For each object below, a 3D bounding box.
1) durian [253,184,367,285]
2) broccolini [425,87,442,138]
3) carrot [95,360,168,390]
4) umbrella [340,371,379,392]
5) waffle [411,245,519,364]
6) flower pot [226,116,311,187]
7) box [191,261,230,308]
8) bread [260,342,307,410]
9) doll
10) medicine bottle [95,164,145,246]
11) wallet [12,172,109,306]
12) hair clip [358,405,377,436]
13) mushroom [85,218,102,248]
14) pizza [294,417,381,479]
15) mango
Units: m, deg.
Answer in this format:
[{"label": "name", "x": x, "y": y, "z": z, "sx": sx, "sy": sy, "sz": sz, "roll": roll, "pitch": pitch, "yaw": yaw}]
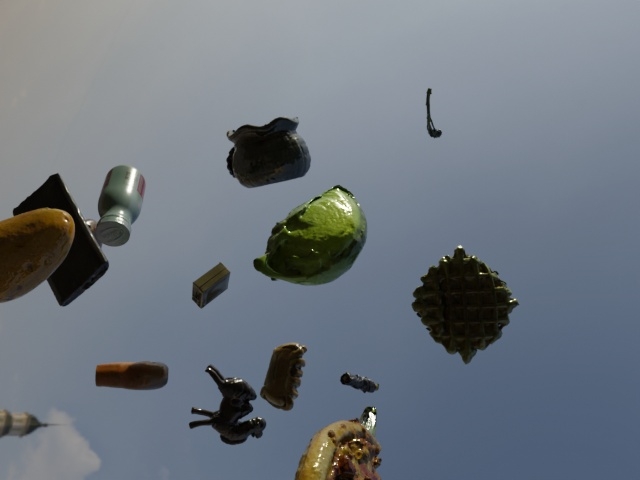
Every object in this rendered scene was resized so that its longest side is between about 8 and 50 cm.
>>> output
[{"label": "durian", "x": 0.000, "y": 0.000, "z": 0.806, "sx": 0.139, "sy": 0.101, "sz": 0.250, "roll": 26, "pitch": -132, "yaw": 12}, {"label": "broccolini", "x": 0.368, "y": -0.411, "z": 1.590, "sx": 0.054, "sy": 0.194, "sz": 0.052, "roll": 16, "pitch": -122, "yaw": 29}, {"label": "carrot", "x": -0.533, "y": 0.384, "z": 1.362, "sx": 0.087, "sy": 0.193, "sz": 0.087, "roll": -174, "pitch": -90, "yaw": -66}, {"label": "umbrella", "x": 0.107, "y": 0.381, "z": 1.278, "sx": 0.037, "sy": 0.143, "sz": 0.040, "roll": 30, "pitch": -89, "yaw": 49}, {"label": "waffle", "x": 0.314, "y": 0.139, "z": 1.062, "sx": 0.214, "sy": 0.054, "sz": 0.208, "roll": 43, "pitch": -86, "yaw": 8}, {"label": "flower pot", "x": -0.187, "y": -0.308, "z": 1.699, "sx": 0.301, "sy": 0.301, "sz": 0.213, "roll": -3, "pitch": -76, "yaw": 41}, {"label": "box", "x": -0.238, "y": 0.099, "z": 1.038, "sx": 0.035, "sy": 0.083, "sz": 0.079, "roll": 42, "pitch": -35, "yaw": 13}, {"label": "bread", "x": -0.119, "y": 0.455, "z": 1.623, "sx": 0.134, "sy": 0.081, "sz": 0.225, "roll": -2, "pitch": -122, "yaw": 29}, {"label": "doll", "x": -0.187, "y": 0.355, "z": 1.015, "sx": 0.057, "sy": 0.165, "sz": 0.139, "roll": 149, "pitch": -38, "yaw": -75}, {"label": "medicine bottle", "x": -0.443, "y": -0.079, "z": 1.062, "sx": 0.090, "sy": 0.090, "sz": 0.217, "roll": -43, "pitch": -145, "yaw": 21}, {"label": "wallet", "x": -0.654, "y": -0.007, "z": 1.212, "sx": 0.170, "sy": 0.044, "sz": 0.321, "roll": -41, "pitch": -110, "yaw": 9}, {"label": "hair clip", "x": 0.110, "y": 0.476, "z": 1.212, "sx": 0.060, "sy": 0.188, "sz": 0.033, "roll": 10, "pitch": -78, "yaw": 14}, {"label": "mushroom", "x": -0.726, "y": 0.023, "z": 1.364, "sx": 0.231, "sy": 0.138, "sz": 0.194, "roll": -15, "pitch": -153, "yaw": 36}, {"label": "pizza", "x": 0.053, "y": 0.419, "z": 0.797, "sx": 0.086, "sy": 0.335, "sz": 0.226, "roll": -24, "pitch": -106, "yaw": 17}, {"label": "mango", "x": -0.586, "y": 0.020, "z": 0.933, "sx": 0.227, "sy": 0.147, "sz": 0.109, "roll": -47, "pitch": 180, "yaw": -18}]
